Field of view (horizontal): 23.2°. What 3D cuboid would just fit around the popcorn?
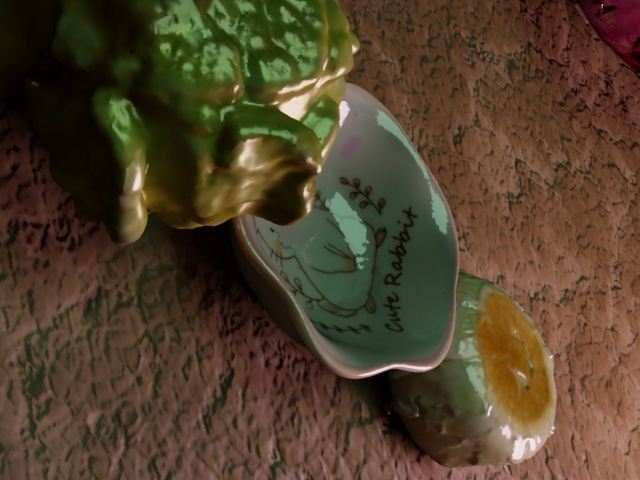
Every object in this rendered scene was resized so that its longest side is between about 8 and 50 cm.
[{"bbox_3d":[-0.096,-0.103,0.910,0.216,0.181,0.235,-8,66,-41],"label":"popcorn"}]

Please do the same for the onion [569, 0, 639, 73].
[{"bbox_3d":[0.375,-0.333,1.573,0.358,0.345,0.358,23,28,-13],"label":"onion"}]

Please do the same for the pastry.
[{"bbox_3d":[0.113,0.098,1.178,0.166,0.088,0.166,32,49,-46],"label":"pastry"}]

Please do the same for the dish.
[{"bbox_3d":[0.000,0.000,1.084,0.229,0.081,0.229,25,54,-41],"label":"dish"}]
